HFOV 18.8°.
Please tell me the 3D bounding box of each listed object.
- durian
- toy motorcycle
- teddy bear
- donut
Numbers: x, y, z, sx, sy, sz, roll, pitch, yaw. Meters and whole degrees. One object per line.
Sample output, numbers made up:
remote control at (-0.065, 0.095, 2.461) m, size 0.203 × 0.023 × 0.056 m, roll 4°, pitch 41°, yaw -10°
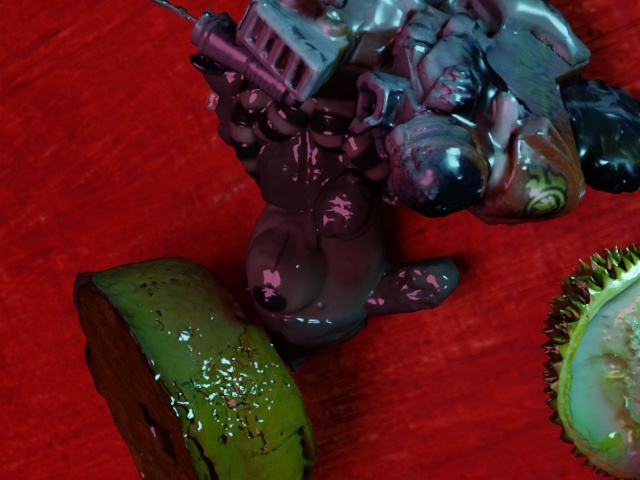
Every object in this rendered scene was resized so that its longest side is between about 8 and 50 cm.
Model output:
durian at (0.204, 0.070, 1.348) m, size 0.100 × 0.086 × 0.215 m, roll 4°, pitch 110°, yaw 0°
toy motorcycle at (0.030, -0.125, 1.278) m, size 0.401 × 0.207 × 0.134 m, roll 35°, pitch 132°, yaw 7°
teddy bear at (0.010, -0.013, 1.410) m, size 0.171 × 0.144 × 0.251 m, roll -1°, pitch 103°, yaw 24°
donut at (-0.096, 0.126, 1.492) m, size 0.272 × 0.107 × 0.272 m, roll 53°, pitch 158°, yaw 33°
